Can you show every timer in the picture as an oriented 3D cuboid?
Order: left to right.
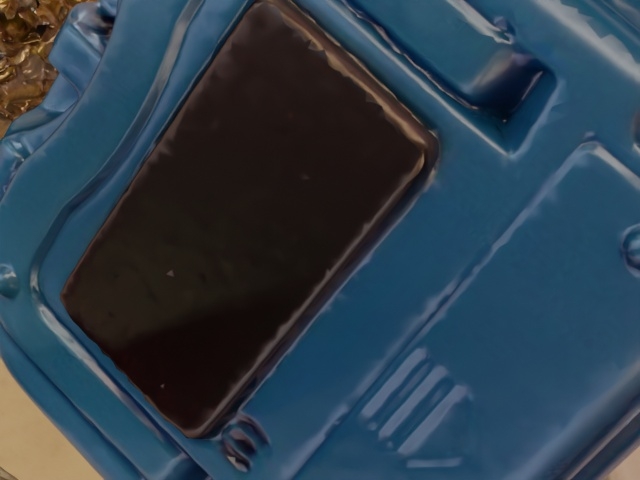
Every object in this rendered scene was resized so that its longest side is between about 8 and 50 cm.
[{"bbox_3d":[0.000,0.000,0.486,0.309,0.340,0.115,44,-153,13],"label":"timer"}]

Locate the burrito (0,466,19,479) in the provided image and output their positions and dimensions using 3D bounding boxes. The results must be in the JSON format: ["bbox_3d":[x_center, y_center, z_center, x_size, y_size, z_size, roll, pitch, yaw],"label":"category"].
[{"bbox_3d":[-0.210,0.129,0.487,0.117,0.392,0.076,-39,-75,-28],"label":"burrito"}]

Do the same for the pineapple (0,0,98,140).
[{"bbox_3d":[-0.271,-0.096,0.814,0.352,0.300,0.352,-19,-54,-30],"label":"pineapple"}]
